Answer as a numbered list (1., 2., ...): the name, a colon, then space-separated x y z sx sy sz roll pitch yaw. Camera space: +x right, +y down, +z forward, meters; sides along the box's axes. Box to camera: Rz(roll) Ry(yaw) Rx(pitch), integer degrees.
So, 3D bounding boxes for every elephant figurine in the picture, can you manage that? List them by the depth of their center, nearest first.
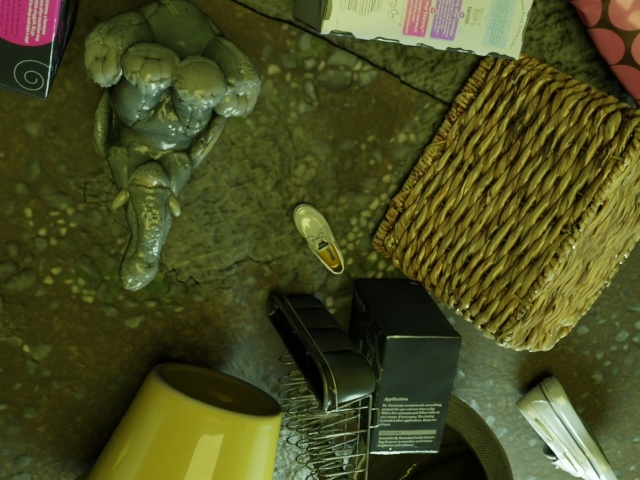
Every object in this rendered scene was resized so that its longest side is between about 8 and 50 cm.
1. elephant figurine: -0.170 -0.107 0.711 0.169 0.186 0.239 36 133 12

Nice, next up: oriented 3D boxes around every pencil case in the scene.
1. pencil case: 0.369 -0.226 0.806 0.209 0.095 0.098 49 57 -23

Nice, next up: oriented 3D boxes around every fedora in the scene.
1. fedora: 0.157 0.341 0.940 0.124 0.244 0.275 21 109 -49

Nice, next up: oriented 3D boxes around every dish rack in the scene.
1. dish rack: -0.001 0.217 0.846 0.074 0.208 0.271 -7 114 -18

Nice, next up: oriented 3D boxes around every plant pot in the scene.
1. plant pot: -0.158 0.285 0.824 0.254 0.254 0.239 20 91 -19

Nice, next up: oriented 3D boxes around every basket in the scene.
1. basket: 0.254 -0.045 0.852 0.213 0.223 0.299 12 112 -51

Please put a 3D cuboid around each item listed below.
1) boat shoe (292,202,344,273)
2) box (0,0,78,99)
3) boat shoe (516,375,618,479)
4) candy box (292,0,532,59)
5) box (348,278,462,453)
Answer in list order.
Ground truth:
1. boat shoe: 0.000 0.000 0.845 0.035 0.035 0.100 -29 115 0
2. box: -0.280 -0.272 0.579 0.163 0.142 0.247 13 130 -16
3. boat shoe: 0.362 0.296 1.028 0.076 0.083 0.226 -31 103 14
4. candy box: 0.083 -0.236 0.698 0.196 0.165 0.070 4 111 -13
5. box: 0.092 0.149 0.859 0.093 0.156 0.158 2 111 -12
